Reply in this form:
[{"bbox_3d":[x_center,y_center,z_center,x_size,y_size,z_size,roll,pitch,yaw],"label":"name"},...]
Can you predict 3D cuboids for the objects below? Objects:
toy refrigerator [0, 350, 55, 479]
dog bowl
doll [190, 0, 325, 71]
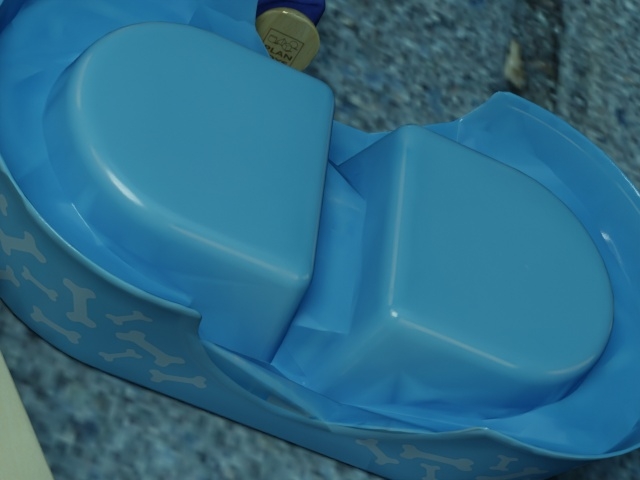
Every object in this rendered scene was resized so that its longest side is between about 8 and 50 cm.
[{"bbox_3d":[-0.127,0.115,0.506,0.102,0.094,0.269,-7,63,-45],"label":"toy refrigerator"},{"bbox_3d":[0.000,0.000,0.686,0.297,0.074,0.166,23,48,-19],"label":"dog bowl"},{"bbox_3d":[-0.021,-0.142,0.795,0.129,0.046,0.189,18,43,-10],"label":"doll"}]
